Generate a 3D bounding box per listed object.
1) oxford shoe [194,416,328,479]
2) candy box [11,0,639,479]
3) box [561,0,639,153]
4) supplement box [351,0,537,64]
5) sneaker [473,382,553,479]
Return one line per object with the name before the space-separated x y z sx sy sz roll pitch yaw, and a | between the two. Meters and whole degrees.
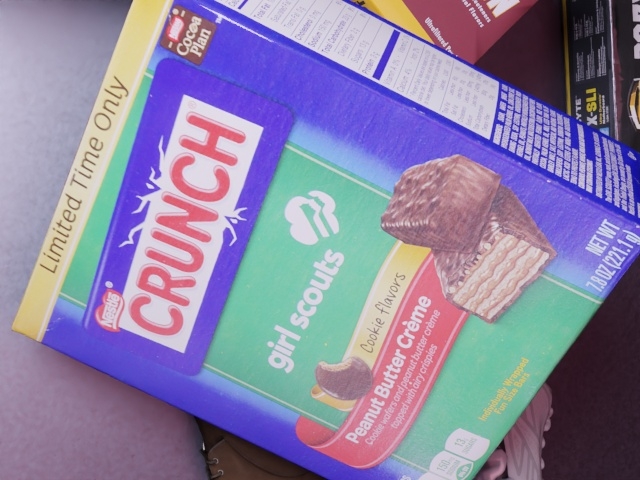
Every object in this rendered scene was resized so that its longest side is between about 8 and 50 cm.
oxford shoe | -0.062 0.153 0.763 0.227 0.083 0.096 41 90 -12
candy box | 0.000 0.000 0.651 0.317 0.122 0.268 27 120 -2
box | 0.345 -0.227 0.936 0.257 0.079 0.322 -4 93 -22
supplement box | 0.065 -0.203 0.749 0.191 0.194 0.129 -45 107 -17
sneaker | 0.150 0.174 0.846 0.118 0.110 0.292 -18 98 -31
